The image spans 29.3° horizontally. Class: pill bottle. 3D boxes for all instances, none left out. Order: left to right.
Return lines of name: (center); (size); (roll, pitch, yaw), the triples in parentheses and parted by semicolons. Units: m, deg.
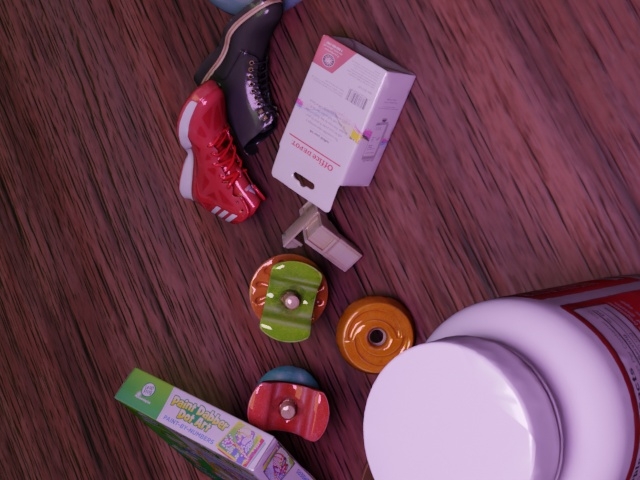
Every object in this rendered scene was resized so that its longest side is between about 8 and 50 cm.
pill bottle: (0.231, 0.160, 1.193); (0.229, 0.408, 0.229); (3, 95, 39)

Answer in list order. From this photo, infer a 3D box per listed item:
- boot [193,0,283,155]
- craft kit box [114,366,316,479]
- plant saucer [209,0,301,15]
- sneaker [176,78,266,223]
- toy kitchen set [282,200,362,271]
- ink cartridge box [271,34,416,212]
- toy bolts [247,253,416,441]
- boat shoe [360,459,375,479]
boot: (-0.078, -0.221, 1.630); (0.137, 0.077, 0.198); (58, 140, 14)
craft kit box: (-0.113, 0.281, 1.595); (0.250, 0.246, 0.061); (20, 65, 36)
plant saucer: (-0.095, -0.459, 1.640); (0.318, 0.044, 0.317); (3, 95, 38)
sneaker: (-0.120, -0.110, 1.638); (0.128, 0.087, 0.221); (34, 149, 18)
toy kitchen set: (0.000, 0.000, 1.601); (0.068, 0.075, 0.083); (-44, 27, 20)
ink cartridge box: (0.025, -0.146, 1.552); (0.115, 0.067, 0.198); (36, 113, 31)
toy bolts: (-0.002, 0.144, 1.587); (0.218, 0.158, 0.228); (15, 94, -4)
boat shoe: (0.086, 0.272, 1.539); (0.064, 0.060, 0.178); (40, 116, 29)
